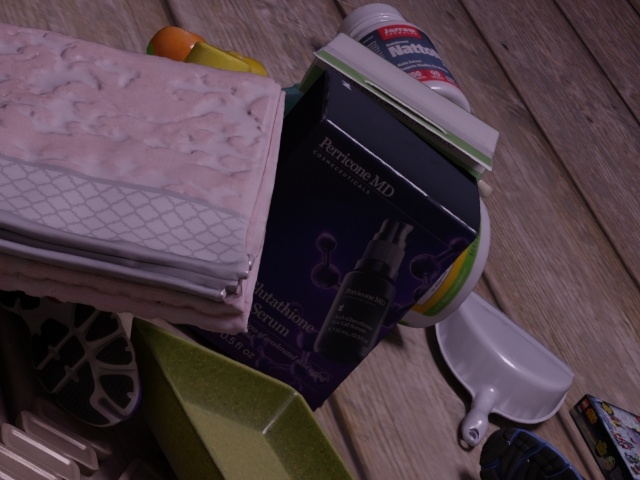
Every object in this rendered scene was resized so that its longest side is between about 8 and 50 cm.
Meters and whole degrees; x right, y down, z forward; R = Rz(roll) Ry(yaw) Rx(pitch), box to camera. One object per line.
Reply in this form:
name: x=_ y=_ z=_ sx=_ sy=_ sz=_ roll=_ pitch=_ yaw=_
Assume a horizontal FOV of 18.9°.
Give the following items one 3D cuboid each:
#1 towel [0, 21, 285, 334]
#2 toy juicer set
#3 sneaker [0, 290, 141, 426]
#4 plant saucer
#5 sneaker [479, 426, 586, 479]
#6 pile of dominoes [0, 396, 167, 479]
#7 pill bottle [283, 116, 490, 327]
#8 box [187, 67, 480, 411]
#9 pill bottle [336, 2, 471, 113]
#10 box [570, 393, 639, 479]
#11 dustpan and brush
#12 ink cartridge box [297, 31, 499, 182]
towel: x=-0.194 y=-0.065 z=1.313 sx=0.331 sy=0.053 sz=0.317 roll=12 pitch=29 yaw=-5
toy juicer set: x=-0.026 y=-0.101 z=1.791 sx=0.329 sy=0.089 sz=0.209 roll=22 pitch=7 yaw=-30
sneaker: x=-0.157 y=0.059 z=1.292 sx=0.071 sy=0.068 sz=0.170 roll=35 pitch=15 yaw=-49
plant saucer: x=-0.044 y=0.153 z=1.295 sx=0.188 sy=0.045 sz=0.188 roll=28 pitch=20 yaw=-48
sneaker: x=0.211 y=0.241 z=1.559 sx=0.221 sy=0.083 sz=0.087 roll=49 pitch=9 yaw=5
pile of dominoes: x=-0.135 y=0.192 z=1.156 sx=0.196 sy=0.040 sz=0.251 roll=39 pitch=14 yaw=0
pill bottle: x=0.015 y=-0.027 z=1.638 sx=0.245 sy=0.136 sz=0.136 roll=25 pitch=27 yaw=-34
box: x=0.000 y=0.000 z=1.471 sx=0.153 sy=0.207 sz=0.108 roll=35 pitch=23 yaw=-14
pill bottle: x=0.081 y=-0.172 z=2.058 sx=0.108 sy=0.108 sz=0.180 roll=23 pitch=28 yaw=-37
box: x=0.296 y=0.210 z=1.796 sx=0.094 sy=0.027 sz=0.137 roll=25 pitch=27 yaw=-36
dustpan and brush: x=0.153 y=0.125 z=1.704 sx=0.147 sy=0.060 sz=0.211 roll=38 pitch=15 yaw=-3
ink cartridge box: x=0.063 y=-0.100 z=1.587 sx=0.171 sy=0.056 sz=0.235 roll=33 pitch=14 yaw=0
